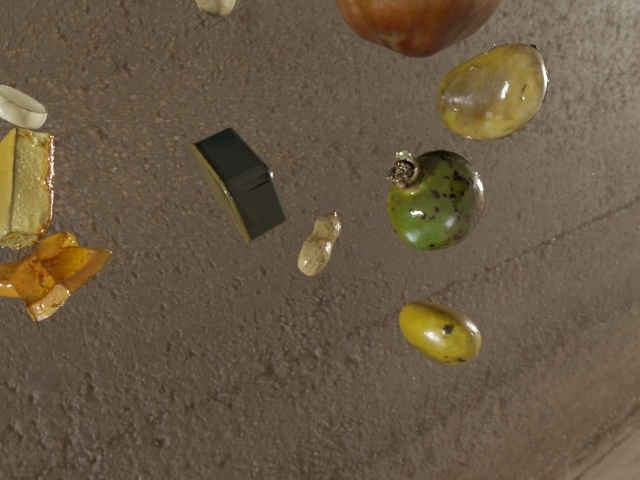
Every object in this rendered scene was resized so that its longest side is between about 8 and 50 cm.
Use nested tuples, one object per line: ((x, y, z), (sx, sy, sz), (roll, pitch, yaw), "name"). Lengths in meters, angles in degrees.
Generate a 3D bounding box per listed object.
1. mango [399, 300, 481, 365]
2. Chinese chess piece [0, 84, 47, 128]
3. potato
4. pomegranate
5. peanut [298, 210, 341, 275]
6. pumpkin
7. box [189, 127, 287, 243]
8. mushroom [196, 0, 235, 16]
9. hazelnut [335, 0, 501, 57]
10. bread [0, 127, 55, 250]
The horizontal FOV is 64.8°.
((0.164, 0.126, 0.721), (0.103, 0.161, 0.076), (24, 91, -11), "mango")
((-0.716, -0.315, 1.195), (0.122, 0.122, 0.051), (26, 107, -36), "Chinese chess piece")
((0.273, -0.253, 0.849), (0.081, 0.200, 0.164), (-6, 88, -38), "potato")
((0.139, -0.050, 0.611), (0.130, 0.130, 0.130), (-9, 107, -32), "pomegranate")
((0.001, 0.000, 1.485), (0.085, 0.104, 0.228), (32, 61, -11), "peanut")
((-0.727, 0.075, 1.317), (0.258, 0.290, 0.095), (-50, 148, -34), "pumpkin")
((-0.148, -0.106, 0.919), (0.090, 0.201, 0.145), (-30, 135, -12), "box")
((-0.330, -0.779, 1.557), (0.166, 0.127, 0.166), (20, 90, -79), "mushroom")
((0.191, -0.532, 0.940), (0.365, 0.365, 0.366), (-9, 107, -32), "hazelnut")
((-0.759, -0.126, 1.286), (0.114, 0.184, 0.275), (11, 72, -44), "bread")
